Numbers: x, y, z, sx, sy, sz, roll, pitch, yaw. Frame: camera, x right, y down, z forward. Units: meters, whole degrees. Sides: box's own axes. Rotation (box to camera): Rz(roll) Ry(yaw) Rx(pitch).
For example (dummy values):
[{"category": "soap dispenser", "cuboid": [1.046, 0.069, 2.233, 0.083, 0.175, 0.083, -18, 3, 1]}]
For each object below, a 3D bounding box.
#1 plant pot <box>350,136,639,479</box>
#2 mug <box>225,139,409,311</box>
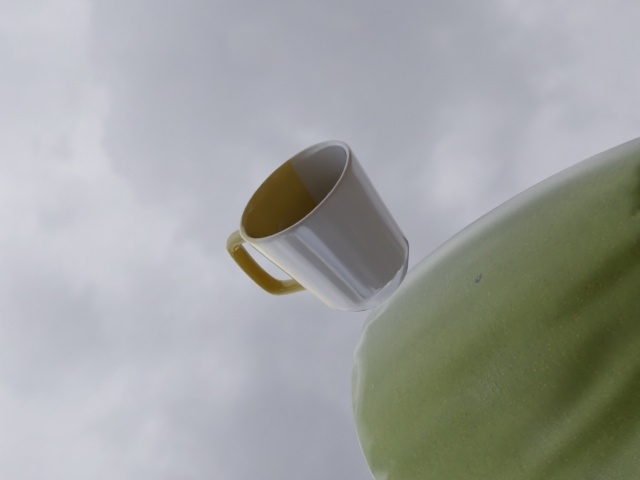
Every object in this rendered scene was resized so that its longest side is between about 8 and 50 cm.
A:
[{"category": "plant pot", "cuboid": [0.198, 0.054, 1.235, 0.275, 0.293, 0.275, 11, -124, -17]}, {"category": "mug", "cuboid": [0.003, -0.002, 0.865, 0.062, 0.078, 0.064, -51, -63, -16]}]
